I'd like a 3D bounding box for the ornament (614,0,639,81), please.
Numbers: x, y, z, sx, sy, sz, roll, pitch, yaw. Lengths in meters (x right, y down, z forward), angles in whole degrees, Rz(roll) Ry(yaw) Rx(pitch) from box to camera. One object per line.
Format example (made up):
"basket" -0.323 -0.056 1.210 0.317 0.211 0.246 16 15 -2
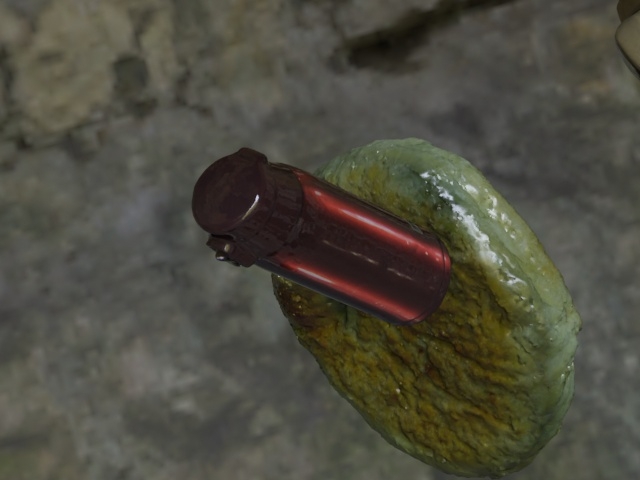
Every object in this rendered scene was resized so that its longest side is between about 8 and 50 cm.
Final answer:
"ornament" 0.223 -0.007 0.799 0.061 0.230 0.245 -46 31 19

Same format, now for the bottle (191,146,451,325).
"bottle" 0.000 0.000 0.950 0.060 0.060 0.164 -15 -25 34

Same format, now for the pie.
"pie" 0.079 0.051 1.392 0.277 0.277 0.078 -14 19 47
